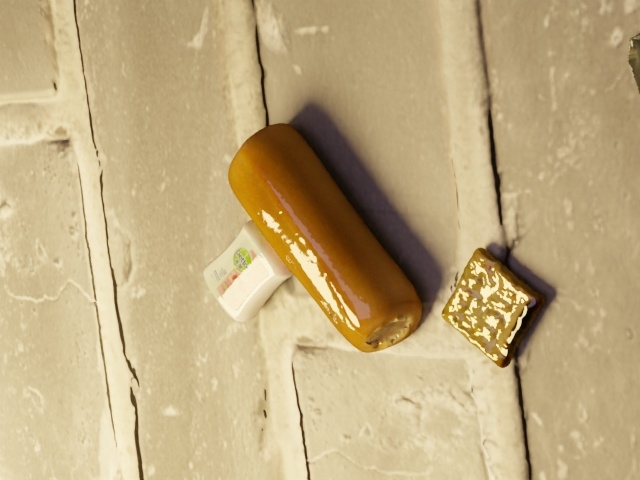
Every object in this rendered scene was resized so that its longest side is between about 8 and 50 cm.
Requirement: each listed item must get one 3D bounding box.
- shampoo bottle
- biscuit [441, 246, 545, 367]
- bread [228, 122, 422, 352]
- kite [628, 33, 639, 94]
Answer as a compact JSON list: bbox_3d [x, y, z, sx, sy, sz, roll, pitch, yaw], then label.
[{"bbox_3d":[-0.067,0.026,1.470,0.072,0.043,0.099,55,128,15],"label":"shampoo bottle"},{"bbox_3d":[0.152,0.060,1.316,0.081,0.018,0.083,40,122,25],"label":"biscuit"},{"bbox_3d":[0.000,0.000,1.391,0.239,0.074,0.092,53,123,16],"label":"bread"},{"bbox_3d":[0.314,-0.059,1.157,0.141,0.015,0.245,-3,99,42],"label":"kite"}]
